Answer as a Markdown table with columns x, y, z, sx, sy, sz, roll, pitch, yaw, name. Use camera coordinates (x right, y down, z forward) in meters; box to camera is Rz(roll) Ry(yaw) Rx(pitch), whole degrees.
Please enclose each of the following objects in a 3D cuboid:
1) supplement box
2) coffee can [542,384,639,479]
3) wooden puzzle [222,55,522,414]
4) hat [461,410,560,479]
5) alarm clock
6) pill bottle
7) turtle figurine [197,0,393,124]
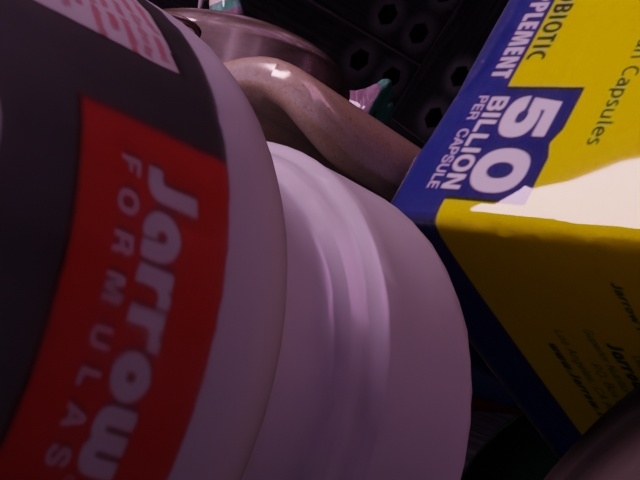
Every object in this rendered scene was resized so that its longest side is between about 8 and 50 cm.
| x | y | z | sx | sy | sz | roll | pitch | yaw | name |
| --- | --- | --- | --- | --- | --- | --- | --- | --- | --- |
| 0.238 | -0.011 | 0.579 | 0.356 | 0.194 | 0.195 | 6 | -33 | 41 | supplement box |
| 0.187 | 0.193 | 0.547 | 0.275 | 0.201 | 0.201 | 31 | 9 | -6 | coffee can |
| -0.038 | 0.025 | 0.805 | 0.347 | 0.081 | 0.322 | -1 | -20 | 41 | wooden puzzle |
| 0.153 | 0.170 | 0.732 | 0.173 | 0.209 | 0.183 | -5 | 34 | -6 | hat |
| -0.055 | -0.081 | 0.877 | 0.129 | 0.064 | 0.192 | 8 | -13 | 17 | alarm clock |
| -0.140 | 0.005 | 0.420 | 0.363 | 0.210 | 0.210 | 24 | 12 | -41 | pill bottle |
| -0.063 | -0.102 | 1.356 | 0.234 | 0.175 | 0.118 | 21 | 48 | 18 | turtle figurine |
